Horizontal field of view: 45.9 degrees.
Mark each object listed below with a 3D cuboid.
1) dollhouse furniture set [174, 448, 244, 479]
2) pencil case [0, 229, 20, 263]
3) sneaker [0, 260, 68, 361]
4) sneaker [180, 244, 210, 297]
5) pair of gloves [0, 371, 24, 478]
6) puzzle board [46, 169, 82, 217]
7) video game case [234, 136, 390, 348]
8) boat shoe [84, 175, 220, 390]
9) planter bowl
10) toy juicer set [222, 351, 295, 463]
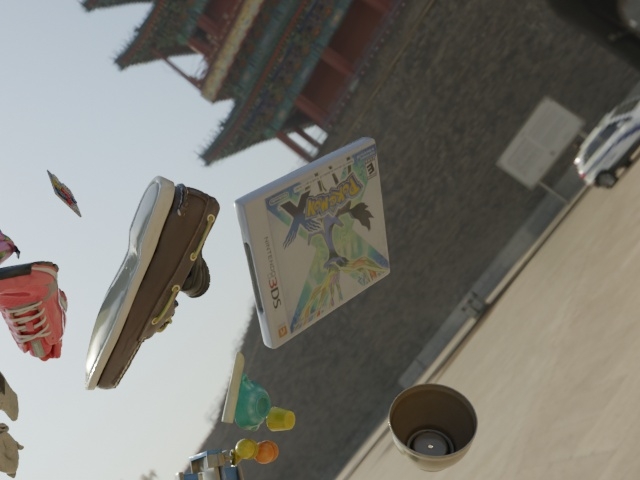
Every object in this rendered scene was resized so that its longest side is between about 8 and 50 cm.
[{"bbox_3d":[-0.258,0.747,2.150,0.198,0.286,0.303,0,-23,-31],"label":"dollhouse furniture set"},{"bbox_3d":[-0.667,-0.061,1.352,0.124,0.284,0.124,-39,-6,-5],"label":"pencil case"},{"bbox_3d":[-0.503,0.133,1.340,0.116,0.136,0.314,-12,-19,-9],"label":"sneaker"},{"bbox_3d":[-0.376,0.013,2.086,0.109,0.286,0.130,-17,-14,13],"label":"sneaker"},{"bbox_3d":[-0.707,0.393,1.669,0.042,0.240,0.204,-16,-41,-4],"label":"pair of gloves"},{"bbox_3d":[-0.698,-0.129,2.066,0.011,0.096,0.128,-30,-33,-1],"label":"puzzle board"},{"bbox_3d":[0.000,0.000,1.413,0.329,0.036,0.299,-30,-56,-35],"label":"video game case"},{"bbox_3d":[-0.240,0.073,1.055,0.324,0.097,0.116,-67,29,10],"label":"boat shoe"},{"bbox_3d":[0.209,0.365,1.419,0.162,0.162,0.109,-44,-35,-36],"label":"planter bowl"},{"bbox_3d":[-0.203,0.480,2.063,0.329,0.090,0.209,57,-137,-36],"label":"toy juicer set"}]
